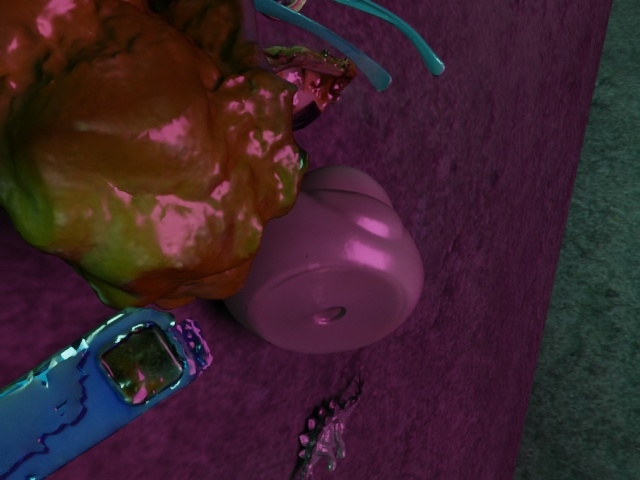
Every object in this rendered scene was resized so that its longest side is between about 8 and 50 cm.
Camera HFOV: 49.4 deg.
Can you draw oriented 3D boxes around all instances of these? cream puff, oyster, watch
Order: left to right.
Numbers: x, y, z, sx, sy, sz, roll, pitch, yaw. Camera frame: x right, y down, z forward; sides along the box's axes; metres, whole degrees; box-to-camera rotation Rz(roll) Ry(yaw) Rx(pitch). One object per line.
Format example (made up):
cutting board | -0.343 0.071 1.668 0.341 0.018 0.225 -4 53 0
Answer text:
watch | -0.197 0.133 0.444 0.274 0.068 0.276 -35 176 -11
cream puff | -0.106 -0.090 0.441 0.185 0.282 0.282 -39 142 1
oyster | -0.055 -0.137 0.721 0.345 0.078 0.129 -42 153 -49

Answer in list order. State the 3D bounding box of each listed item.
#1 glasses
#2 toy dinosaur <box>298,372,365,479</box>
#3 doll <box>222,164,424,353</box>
glasses | -0.004 -0.204 0.680 0.088 0.220 0.189 -52 167 33
toy dinosaur | 0.018 0.259 0.968 0.209 0.039 0.082 -51 137 -41
doll | 0.000 0.000 0.758 0.251 0.221 0.221 14 86 -32
